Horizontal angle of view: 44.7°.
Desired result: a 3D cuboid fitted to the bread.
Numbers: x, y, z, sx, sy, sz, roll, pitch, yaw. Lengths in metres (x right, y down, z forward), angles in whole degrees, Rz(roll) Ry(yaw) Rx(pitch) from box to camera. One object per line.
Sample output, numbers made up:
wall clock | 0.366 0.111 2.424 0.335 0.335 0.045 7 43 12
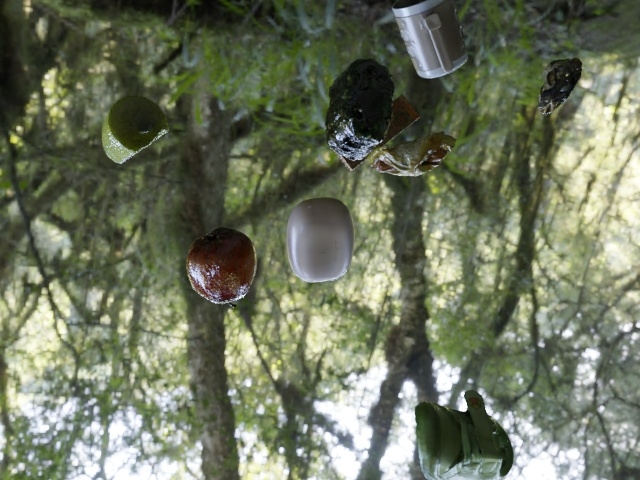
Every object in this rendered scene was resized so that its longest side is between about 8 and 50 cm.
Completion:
bread | -0.391 -0.230 1.604 0.129 0.111 0.114 -37 -176 -37

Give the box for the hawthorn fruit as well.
hawthorn fruit | -0.215 0.071 1.730 0.157 0.194 0.157 -6 -152 3

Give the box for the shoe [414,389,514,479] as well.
shoe | 0.245 0.344 1.345 0.262 0.128 0.140 43 -157 -47

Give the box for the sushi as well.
sushi | 0.089 -0.288 1.669 0.124 0.127 0.225 21 -124 -19

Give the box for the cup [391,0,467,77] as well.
cup | 0.148 -0.260 0.975 0.074 0.099 0.102 -33 -152 -14

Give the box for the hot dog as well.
hot dog | 0.172 -0.150 1.437 0.169 0.078 0.061 -13 -132 10

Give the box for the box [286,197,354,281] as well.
box | 0.000 0.000 1.653 0.146 0.200 0.088 -6 -144 -9

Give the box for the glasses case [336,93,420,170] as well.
glasses case | 0.139 -0.269 1.947 0.075 0.218 0.049 52 179 -4

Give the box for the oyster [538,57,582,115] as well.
oyster | 0.273 -0.180 0.903 0.019 0.083 0.054 29 163 -29
